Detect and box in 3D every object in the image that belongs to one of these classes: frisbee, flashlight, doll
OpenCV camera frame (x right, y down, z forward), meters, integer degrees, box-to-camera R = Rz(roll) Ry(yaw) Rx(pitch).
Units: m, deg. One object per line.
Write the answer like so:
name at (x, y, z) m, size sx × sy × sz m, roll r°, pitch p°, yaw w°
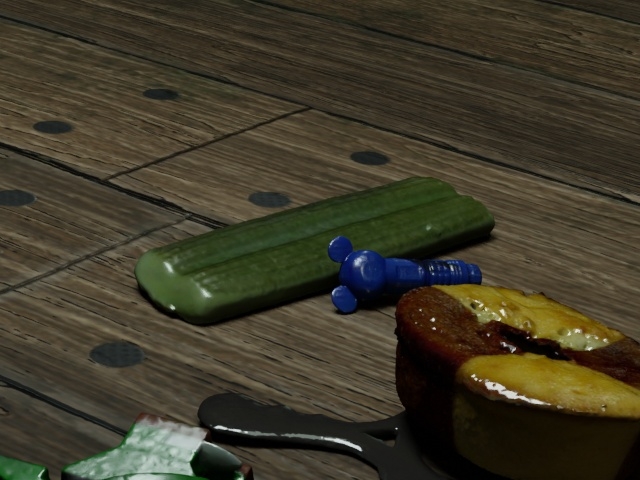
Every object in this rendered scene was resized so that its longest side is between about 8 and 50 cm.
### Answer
frisbee at (0.044, 0.116, 1.017) m, size 0.211 × 0.012 × 0.187 m, roll 19°, pitch 25°, yaw 30°
flashlight at (0.061, 0.027, 1.210) m, size 0.121 × 0.057 × 0.035 m, roll 2°, pitch -16°, yaw -23°
doll at (-0.089, 0.166, 0.744) m, size 0.134 × 0.106 × 0.186 m, roll -7°, pitch 40°, yaw -3°

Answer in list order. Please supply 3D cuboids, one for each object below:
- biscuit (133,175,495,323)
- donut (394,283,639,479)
biscuit at (0.000, 0.000, 1.260) m, size 0.322 × 0.038 × 0.099 m, roll -15°, pitch 33°, yaw -41°
donut at (0.128, 0.089, 1.000) m, size 0.184 × 0.073 × 0.166 m, roll 26°, pitch 25°, yaw 32°
